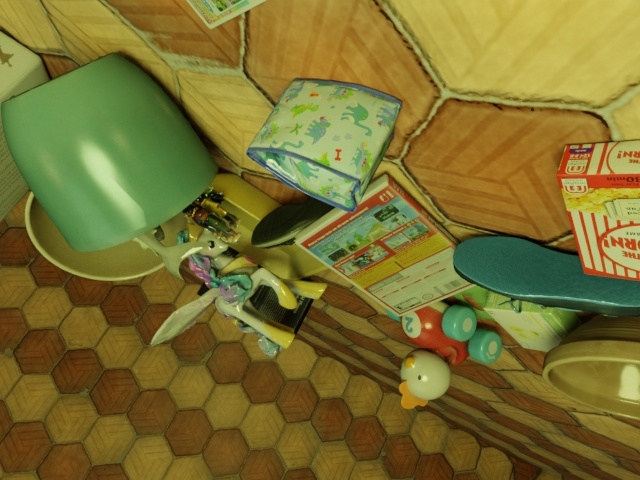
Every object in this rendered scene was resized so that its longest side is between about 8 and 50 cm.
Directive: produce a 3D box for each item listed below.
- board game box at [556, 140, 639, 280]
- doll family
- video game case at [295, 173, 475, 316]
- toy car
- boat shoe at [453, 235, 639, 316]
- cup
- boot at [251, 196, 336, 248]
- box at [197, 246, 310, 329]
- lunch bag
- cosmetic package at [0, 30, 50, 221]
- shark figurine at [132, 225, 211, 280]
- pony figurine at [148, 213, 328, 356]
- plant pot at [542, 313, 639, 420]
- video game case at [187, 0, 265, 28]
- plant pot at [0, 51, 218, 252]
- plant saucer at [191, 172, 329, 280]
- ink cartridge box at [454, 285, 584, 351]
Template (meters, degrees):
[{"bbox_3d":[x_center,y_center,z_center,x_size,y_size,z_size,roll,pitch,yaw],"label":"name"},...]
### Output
[{"bbox_3d":[0.346,-0.022,0.419,0.146,0.045,0.193,7,150,45],"label":"board game box"},{"bbox_3d":[-0.227,-0.059,0.806,0.111,0.076,0.193,37,161,-34],"label":"doll family"},{"bbox_3d":[0.127,0.028,0.708,0.285,0.025,0.204,36,131,-27],"label":"video game case"},{"bbox_3d":[0.238,0.265,0.924,0.210,0.238,0.219,40,163,-27],"label":"toy car"},{"bbox_3d":[0.319,0.067,0.580,0.258,0.109,0.089,18,160,32],"label":"boat shoe"},{"bbox_3d":[-0.500,-0.103,0.997,0.331,0.331,0.237,48,-172,-42],"label":"cup"},{"bbox_3d":[0.001,0.001,0.788,0.236,0.085,0.178,-19,136,30],"label":"boot"},{"bbox_3d":[-0.195,0.192,1.366,0.312,0.179,0.343,26,167,5],"label":"box"},{"bbox_3d":[0.003,-0.125,0.501,0.151,0.129,0.096,25,159,9],"label":"lunch bag"},{"bbox_3d":[-0.830,-0.288,0.907,0.327,0.330,0.393,34,158,-12],"label":"cosmetic package"},{"bbox_3d":[-0.333,-0.037,0.812,0.166,0.116,0.278,41,170,-36],"label":"shark figurine"},{"bbox_3d":[-0.216,0.131,0.999,0.363,0.303,0.351,32,122,-2],"label":"pony figurine"},{"bbox_3d":[0.474,0.182,0.618,0.237,0.110,0.237,17,150,10],"label":"plant pot"},{"bbox_3d":[-0.125,-0.303,0.408,0.143,0.019,0.157,8,152,44],"label":"video game case"},{"bbox_3d":[-0.359,-0.164,0.684,0.293,0.293,0.235,10,135,41],"label":"plant pot"},{"bbox_3d":[-0.149,-0.030,0.989,0.332,0.081,0.333,34,159,-11],"label":"plant saucer"},{"bbox_3d":[0.362,0.148,0.786,0.171,0.056,0.235,40,155,-28],"label":"ink cartridge box"}]
